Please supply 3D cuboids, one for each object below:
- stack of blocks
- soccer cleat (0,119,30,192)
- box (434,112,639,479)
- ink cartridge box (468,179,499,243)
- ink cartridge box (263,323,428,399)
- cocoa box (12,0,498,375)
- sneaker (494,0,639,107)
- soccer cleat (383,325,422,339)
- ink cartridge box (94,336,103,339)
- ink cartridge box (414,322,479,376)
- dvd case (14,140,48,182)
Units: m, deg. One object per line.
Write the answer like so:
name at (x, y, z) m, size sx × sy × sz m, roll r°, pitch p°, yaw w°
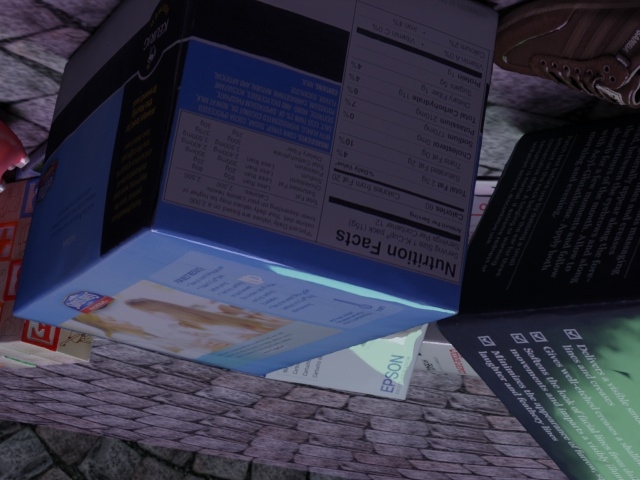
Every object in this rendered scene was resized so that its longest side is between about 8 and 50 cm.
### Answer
stack of blocks at (-0.259, 0.030, 1.529) m, size 0.297 × 0.171 × 0.087 m, roll -7°, pitch 158°, yaw 42°
soccer cleat at (-0.363, -0.082, 1.484) m, size 0.095 × 0.083 × 0.248 m, roll 49°, pitch 152°, yaw -20°
box at (0.344, 0.060, 1.173) m, size 0.395 × 0.212 × 0.293 m, roll -7°, pitch 134°, yaw 44°
ink cartridge box at (0.192, 0.001, 1.469) m, size 0.104 × 0.062 × 0.181 m, roll 2°, pitch 162°, yaw 20°
ink cartridge box at (0.005, 0.070, 1.647) m, size 0.224 × 0.045 × 0.223 m, roll 9°, pitch 133°, yaw -3°
cocoa box at (-0.060, -0.048, 1.143) m, size 0.231 × 0.228 × 0.347 m, roll 16°, pitch 162°, yaw -22°
sneaker at (0.191, -0.124, 1.037) m, size 0.188 × 0.071 × 0.066 m, roll -5°, pitch 159°, yaw 38°
soccer cleat at (0.078, 0.054, 1.483) m, size 0.076 × 0.068 × 0.196 m, roll -33°, pitch 178°, yaw 39°
ink cartridge box at (-0.248, 0.045, 1.698) m, size 0.092 × 0.143 × 0.090 m, roll 2°, pitch 162°, yaw 24°
ink cartridge box at (0.088, 0.094, 1.793) m, size 0.203 × 0.086 × 0.148 m, roll 5°, pitch 163°, yaw 14°
dvd case at (-0.175, -0.069, 1.495) m, size 0.180 × 0.022 × 0.253 m, roll 15°, pitch 162°, yaw -24°
